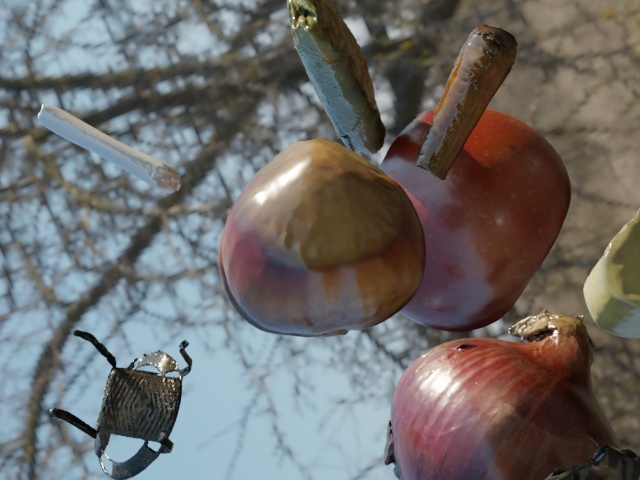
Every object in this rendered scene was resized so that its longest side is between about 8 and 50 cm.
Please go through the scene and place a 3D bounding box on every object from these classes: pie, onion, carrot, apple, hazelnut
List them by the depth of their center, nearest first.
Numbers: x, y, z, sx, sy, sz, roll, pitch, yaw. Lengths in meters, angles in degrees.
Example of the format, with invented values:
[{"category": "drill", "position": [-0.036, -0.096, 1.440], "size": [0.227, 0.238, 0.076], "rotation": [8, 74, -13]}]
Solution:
[{"category": "hazelnut", "position": [0.000, 0.000, 1.341], "size": [0.182, 0.182, 0.182], "rotation": [-22, -90, -81]}, {"category": "carrot", "position": [0.143, -0.139, 1.560], "size": [0.055, 0.161, 0.055], "rotation": [29, -178, -1]}, {"category": "pie", "position": [0.012, -0.198, 1.711], "size": [0.282, 0.068, 0.128], "rotation": [55, -168, -58]}, {"category": "apple", "position": [0.159, -0.032, 1.791], "size": [0.216, 0.260, 0.260], "rotation": [34, -172, 3]}, {"category": "onion", "position": [0.243, 0.284, 2.058], "size": [0.353, 0.354, 0.353], "rotation": [-22, -90, -81]}]

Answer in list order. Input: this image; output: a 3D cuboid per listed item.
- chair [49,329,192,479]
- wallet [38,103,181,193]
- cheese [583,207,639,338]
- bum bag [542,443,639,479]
[{"category": "chair", "position": [-0.239, 0.208, 1.973], "size": [0.213, 0.149, 0.174], "rotation": [85, -164, -68]}, {"category": "wallet", "position": [-0.256, -0.111, 1.917], "size": [0.190, 0.033, 0.095], "rotation": [28, 180, 8]}, {"category": "cheese", "position": [0.579, 0.048, 2.104], "size": [0.104, 0.384, 0.383], "rotation": [117, 137, -62]}, {"category": "bum bag", "position": [0.274, 0.382, 1.863], "size": [0.095, 0.144, 0.340], "rotation": [51, 131, 42]}]
